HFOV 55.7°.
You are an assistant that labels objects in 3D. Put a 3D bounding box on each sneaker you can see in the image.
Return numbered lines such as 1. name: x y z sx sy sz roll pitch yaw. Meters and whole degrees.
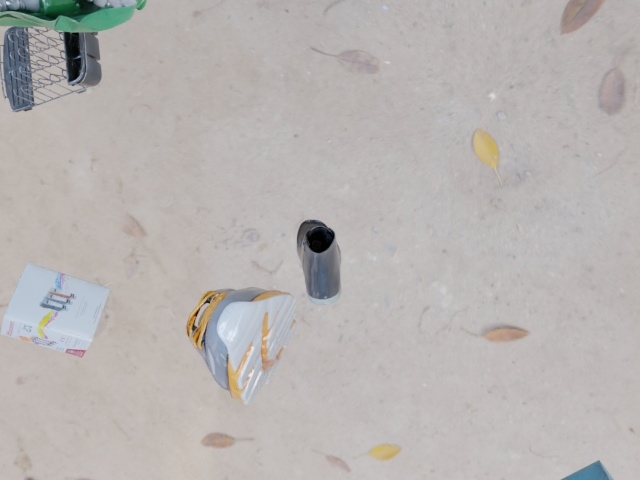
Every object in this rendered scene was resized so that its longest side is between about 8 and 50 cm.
1. sneaker: 0.000 0.000 1.081 0.083 0.222 0.118 -7 126 -6
2. sneaker: -0.070 0.074 0.480 0.083 0.215 0.084 27 76 4

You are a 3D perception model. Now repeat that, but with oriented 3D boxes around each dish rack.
1. dish rack: -0.546 -0.371 1.187 0.271 0.074 0.209 -10 83 24

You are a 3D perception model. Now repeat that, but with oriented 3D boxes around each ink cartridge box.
1. ink cartridge box: -0.559 0.149 1.274 0.176 0.127 0.128 22 146 -19

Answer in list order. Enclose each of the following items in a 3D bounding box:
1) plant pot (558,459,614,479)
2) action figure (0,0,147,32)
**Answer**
1. plant pot: 0.290 0.418 0.738 0.234 0.166 0.166 -30 126 16
2. action figure: -0.242 -0.213 0.528 0.137 0.232 0.064 19 120 26
